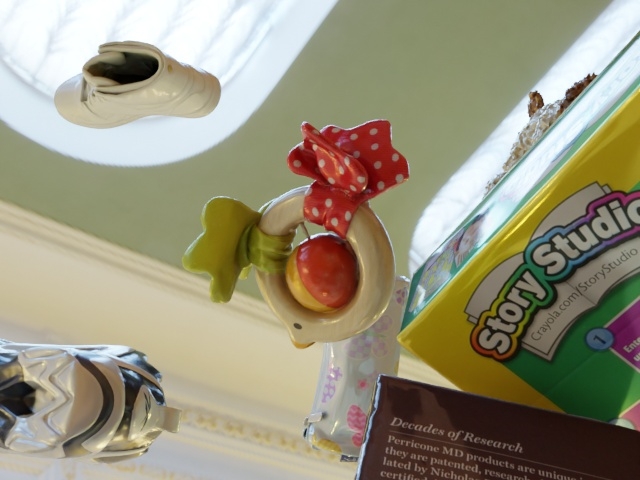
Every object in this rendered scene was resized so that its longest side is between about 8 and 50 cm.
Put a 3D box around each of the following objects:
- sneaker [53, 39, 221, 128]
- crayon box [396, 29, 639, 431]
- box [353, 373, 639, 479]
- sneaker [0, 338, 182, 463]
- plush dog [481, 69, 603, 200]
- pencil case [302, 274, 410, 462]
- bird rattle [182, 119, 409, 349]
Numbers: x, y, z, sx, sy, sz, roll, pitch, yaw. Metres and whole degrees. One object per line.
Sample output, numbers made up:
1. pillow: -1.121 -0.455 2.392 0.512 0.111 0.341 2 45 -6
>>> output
1. sneaker: -0.313 -0.238 1.237 0.169 0.292 0.108 18 -108 -64
2. crayon box: 0.280 0.019 0.528 0.313 0.363 0.106 37 -150 -4
3. box: 0.087 0.218 0.479 0.166 0.169 0.203 11 -145 7
4. sneaker: -0.205 0.120 0.632 0.153 0.234 0.094 30 -121 -53
5. plush dog: 0.336 -0.121 0.985 0.262 0.225 0.211 7 -111 -27
6. pencil case: 0.051 0.171 1.201 0.124 0.273 0.113 9 -177 1
7. bird rattle: 0.000 0.000 0.873 0.207 0.253 0.143 62 -156 2
